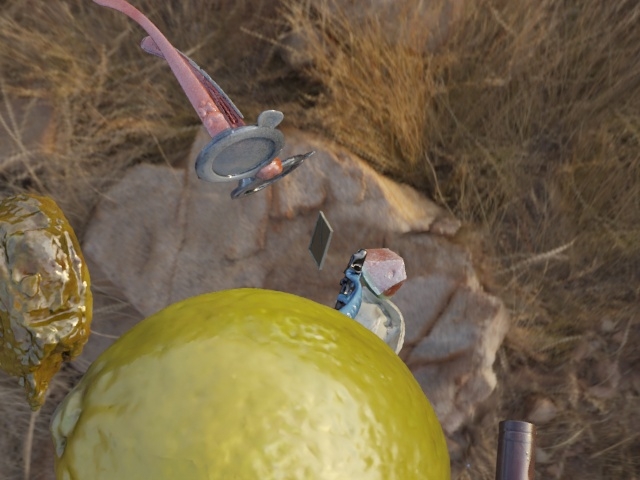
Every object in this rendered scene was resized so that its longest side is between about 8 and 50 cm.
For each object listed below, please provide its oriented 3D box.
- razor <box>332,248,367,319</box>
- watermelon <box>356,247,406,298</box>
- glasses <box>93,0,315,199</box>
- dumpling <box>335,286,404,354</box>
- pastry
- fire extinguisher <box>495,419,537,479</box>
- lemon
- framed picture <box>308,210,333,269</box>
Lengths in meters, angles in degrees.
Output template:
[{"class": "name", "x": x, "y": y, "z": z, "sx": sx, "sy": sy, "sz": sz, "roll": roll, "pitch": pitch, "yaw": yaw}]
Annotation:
[{"class": "razor", "x": 0.003, "y": 0.083, "z": 0.970, "sx": 0.042, "sy": 0.253, "sz": 0.081, "roll": 25, "pitch": 113, "yaw": 13}, {"class": "watermelon", "x": 0.091, "y": 0.043, "z": 1.516, "sx": 0.072, "sy": 0.092, "sz": 0.084, "roll": -49, "pitch": 47, "yaw": 2}, {"class": "glasses", "x": -0.127, "y": -0.179, "z": 1.092, "sx": 0.118, "sy": 0.234, "sz": 0.268, "roll": -33, "pitch": 79, "yaw": 6}, {"class": "dumpling", "x": 0.099, "y": 0.174, "z": 1.907, "sx": 0.136, "sy": 0.118, "sz": 0.199, "roll": -38, "pitch": 59, "yaw": 19}, {"class": "pastry", "x": -0.377, "y": 0.061, "z": 1.246, "sx": 0.132, "sy": 0.240, "sz": 0.235, "roll": -26, "pitch": 60, "yaw": -34}, {"class": "fire extinguisher", "x": 0.358, "y": 0.474, "z": 1.779, "sx": 0.072, "sy": 0.089, "sz": 0.267, "roll": 2, "pitch": 69, "yaw": 18}, {"class": "lemon", "x": -0.045, "y": 0.169, "z": 0.687, "sx": 0.293, "sy": 0.293, "sz": 0.293, "roll": -2, "pitch": 77, "yaw": 8}, {"class": "framed picture", "x": 0.000, "y": 0.000, "z": 1.753, "sx": 0.007, "sy": 0.089, "sz": 0.066, "roll": 1, "pitch": 34, "yaw": -24}]
